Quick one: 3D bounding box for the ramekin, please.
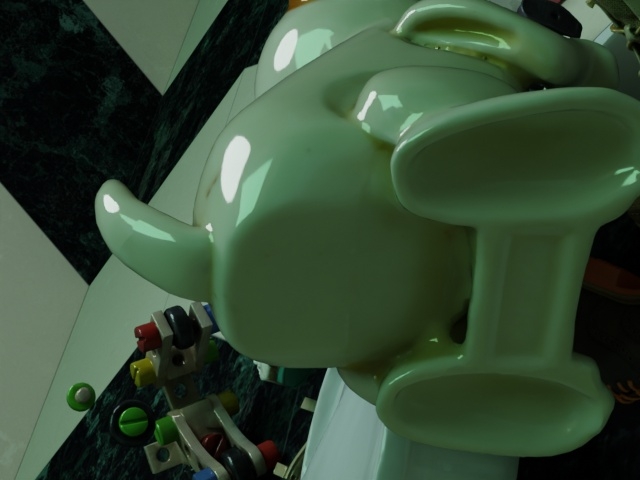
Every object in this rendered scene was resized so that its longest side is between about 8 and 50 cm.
[{"bbox_3d":[0.075,0.192,0.952,0.273,0.127,0.273,-166,90,-79],"label":"ramekin"}]

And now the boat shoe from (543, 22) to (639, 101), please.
[{"bbox_3d":[0.259,-0.132,1.069,0.267,0.096,0.088,-60,24,25],"label":"boat shoe"}]

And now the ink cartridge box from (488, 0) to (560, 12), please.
[{"bbox_3d":[0.190,-0.313,1.344,0.218,0.158,0.092,-43,28,40],"label":"ink cartridge box"}]

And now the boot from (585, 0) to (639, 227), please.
[{"bbox_3d":[0.275,-0.158,0.900,0.262,0.203,0.095,-62,21,-5],"label":"boot"}]

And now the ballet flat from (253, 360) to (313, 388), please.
[{"bbox_3d":[0.000,0.000,1.373,0.147,0.147,0.409,-17,39,61],"label":"ballet flat"}]

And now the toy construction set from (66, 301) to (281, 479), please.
[{"bbox_3d":[-0.150,0.195,1.455,0.309,0.257,0.237,-47,3,-22],"label":"toy construction set"}]

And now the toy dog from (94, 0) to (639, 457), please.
[{"bbox_3d":[0.047,-0.057,0.862,0.408,0.395,0.285,-91,-8,-58],"label":"toy dog"}]

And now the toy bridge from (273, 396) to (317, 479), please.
[{"bbox_3d":[0.001,0.205,1.313,0.063,0.026,0.188,0,64,65],"label":"toy bridge"}]

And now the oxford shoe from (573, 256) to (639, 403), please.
[{"bbox_3d":[0.255,0.089,0.810,0.098,0.097,0.271,-63,11,5],"label":"oxford shoe"}]

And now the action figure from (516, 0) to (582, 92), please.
[{"bbox_3d":[0.190,-0.164,1.261,0.285,0.099,0.185,-31,43,59],"label":"action figure"}]
